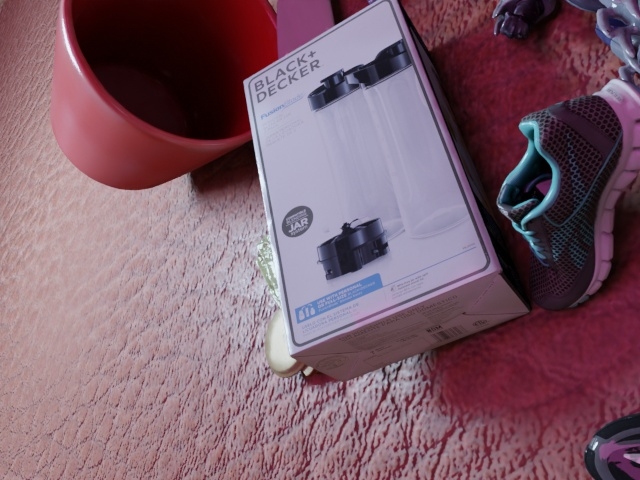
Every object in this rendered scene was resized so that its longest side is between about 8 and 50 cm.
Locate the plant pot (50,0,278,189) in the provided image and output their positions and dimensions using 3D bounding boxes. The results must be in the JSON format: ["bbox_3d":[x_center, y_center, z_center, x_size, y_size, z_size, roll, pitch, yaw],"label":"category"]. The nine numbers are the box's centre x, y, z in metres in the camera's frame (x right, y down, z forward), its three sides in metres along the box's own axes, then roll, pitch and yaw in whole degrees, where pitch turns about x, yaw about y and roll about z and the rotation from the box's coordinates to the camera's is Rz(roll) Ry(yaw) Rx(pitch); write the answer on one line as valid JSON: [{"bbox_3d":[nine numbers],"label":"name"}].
[{"bbox_3d":[-0.211,-0.194,0.793,0.243,0.275,0.274,-27,56,51],"label":"plant pot"}]

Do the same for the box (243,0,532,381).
[{"bbox_3d":[0.039,-0.050,0.533,0.169,0.087,0.289,-24,55,21],"label":"box"}]

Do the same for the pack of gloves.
[{"bbox_3d":[0.034,-0.332,0.736,0.195,0.046,0.232,-17,65,31],"label":"pack of gloves"}]

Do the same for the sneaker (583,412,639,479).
[{"bbox_3d":[0.214,0.133,0.300,0.188,0.078,0.067,21,91,51],"label":"sneaker"}]

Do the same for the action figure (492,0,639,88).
[{"bbox_3d":[0.166,-0.202,0.428,0.099,0.185,0.285,-31,54,6],"label":"action figure"}]

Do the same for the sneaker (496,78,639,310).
[{"bbox_3d":[0.144,-0.020,0.399,0.065,0.076,0.166,-114,17,-50],"label":"sneaker"}]

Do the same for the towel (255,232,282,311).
[{"bbox_3d":[0.000,0.000,0.621,0.148,0.027,0.110,-44,44,12],"label":"towel"}]

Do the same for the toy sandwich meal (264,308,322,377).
[{"bbox_3d":[-0.022,0.098,0.624,0.086,0.029,0.085,-26,54,43],"label":"toy sandwich meal"}]
